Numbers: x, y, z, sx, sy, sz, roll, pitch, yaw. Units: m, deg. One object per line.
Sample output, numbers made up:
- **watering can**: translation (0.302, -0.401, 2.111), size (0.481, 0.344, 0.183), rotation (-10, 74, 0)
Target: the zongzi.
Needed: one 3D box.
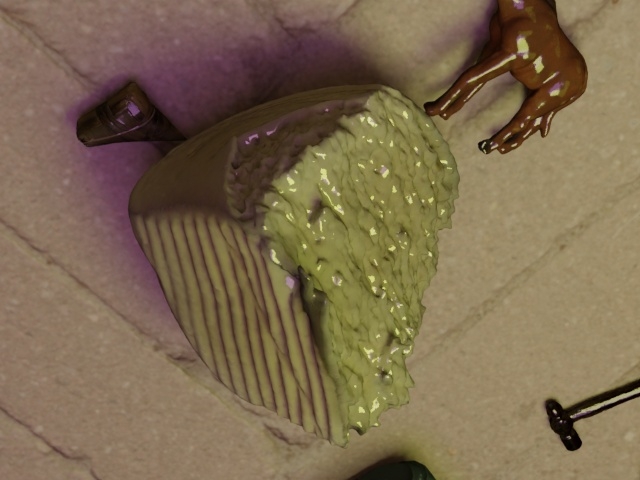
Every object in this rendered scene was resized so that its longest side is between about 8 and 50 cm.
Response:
- **zongzi**: translation (-0.180, -0.102, 1.496), size (0.076, 0.040, 0.083), rotation (-30, 134, 18)

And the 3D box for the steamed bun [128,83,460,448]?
- **steamed bun**: translation (0.000, 0.000, 1.464), size (0.272, 0.273, 0.290), rotation (-39, 128, -34)

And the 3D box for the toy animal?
- **toy animal**: translation (0.170, -0.206, 1.446), size (0.224, 0.066, 0.229), rotation (31, 107, -23)

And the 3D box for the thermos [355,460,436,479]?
- **thermos**: translation (0.132, 0.372, 1.699), size (0.145, 0.182, 0.286), rotation (-18, 115, 43)

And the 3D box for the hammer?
- **hammer**: translation (0.328, 0.166, 1.685), size (0.178, 0.021, 0.065), rotation (-24, 117, 5)
